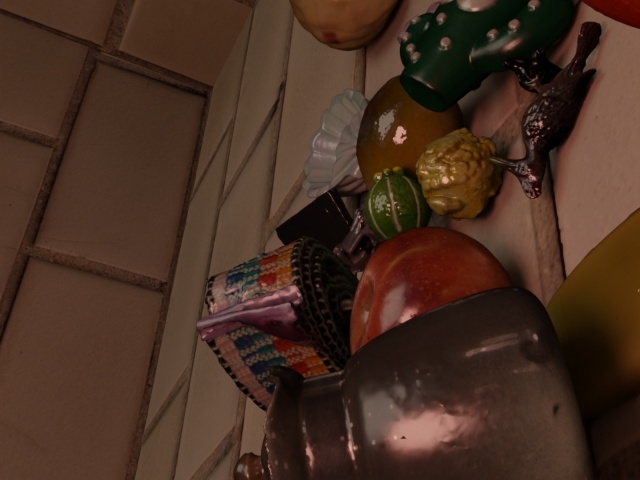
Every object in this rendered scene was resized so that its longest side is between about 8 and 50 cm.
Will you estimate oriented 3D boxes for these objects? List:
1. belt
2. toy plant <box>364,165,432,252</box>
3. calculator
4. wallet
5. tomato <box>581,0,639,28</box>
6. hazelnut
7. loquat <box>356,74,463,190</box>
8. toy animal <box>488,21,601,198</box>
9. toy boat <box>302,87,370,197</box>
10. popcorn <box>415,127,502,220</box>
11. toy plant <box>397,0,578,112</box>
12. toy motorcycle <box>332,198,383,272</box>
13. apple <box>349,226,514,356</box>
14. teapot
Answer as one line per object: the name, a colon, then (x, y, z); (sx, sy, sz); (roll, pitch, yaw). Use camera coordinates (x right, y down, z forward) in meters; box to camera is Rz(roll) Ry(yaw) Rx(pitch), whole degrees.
belt: (-0.007, 0.111, 1.125); (0.160, 0.295, 0.206); (-22, 44, 19)
toy plant: (0.108, -0.015, 1.160); (0.093, 0.093, 0.162); (149, 109, -65)
calculator: (0.268, 0.048, 0.774); (0.236, 0.033, 0.157); (-54, 23, 40)
wallet: (-0.001, 0.000, 1.543); (0.025, 0.124, 0.244); (-33, 0, -28)
tomato: (0.291, -0.298, 0.609); (0.293, 0.290, 0.325); (81, -158, -50)
hazelnut: (0.055, -0.486, 1.724); (0.261, 0.241, 0.261); (4, -90, -82)
loquat: (0.120, -0.135, 1.243); (0.195, 0.152, 0.152); (-61, 19, 14)
toy animal: (0.246, -0.138, 0.986); (0.105, 0.070, 0.202); (-3, 64, 52)
toy boat: (0.056, -0.152, 1.528); (0.290, 0.100, 0.199); (-150, 78, -74)
popcorn: (0.173, -0.079, 1.104); (0.106, 0.120, 0.116); (-30, 57, 7)
toy plant: (0.200, -0.271, 1.134); (0.243, 0.112, 0.232); (-34, 36, 15)
toy motorcycle: (0.079, 0.019, 1.314); (0.118, 0.084, 0.212); (-58, 25, 14)
apple: (0.123, 0.086, 0.988); (0.201, 0.162, 0.201); (-170, 90, -81)
teapot: (0.072, 0.186, 0.788); (0.305, 0.285, 0.223); (66, -167, -64)
